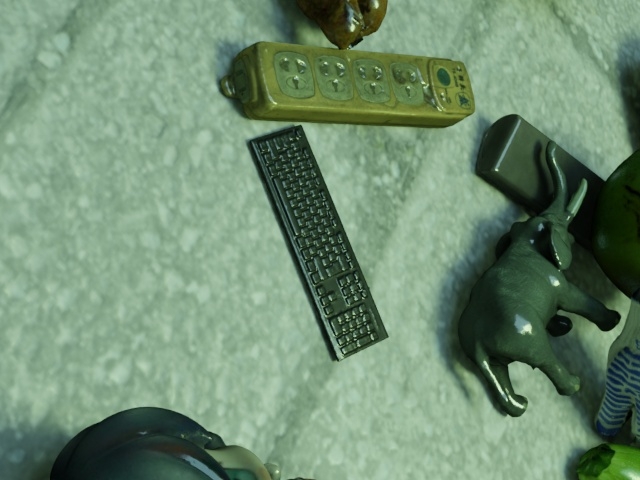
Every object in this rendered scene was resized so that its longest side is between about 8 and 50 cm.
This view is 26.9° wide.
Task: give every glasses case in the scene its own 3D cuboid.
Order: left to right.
[{"bbox_3d":[0.240,-0.052,1.364,0.191,0.042,0.072,32,66,-29],"label":"glasses case"}]

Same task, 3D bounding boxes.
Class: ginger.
[{"bbox_3d":[0.009,-0.243,1.211,0.103,0.073,0.162,-16,78,-42],"label":"ginger"}]

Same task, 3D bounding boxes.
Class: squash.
[{"bbox_3d":[0.367,0.285,1.325,0.292,0.082,0.082,38,53,-25],"label":"squash"}]

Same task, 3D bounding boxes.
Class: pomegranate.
[{"bbox_3d":[0.362,-0.014,1.299,0.180,0.210,0.180,2,83,-13],"label":"pomegranate"}]

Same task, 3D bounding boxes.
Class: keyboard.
[{"bbox_3d":[0.000,0.000,1.153,0.067,0.011,0.202,-21,89,-43],"label":"keyboard"}]

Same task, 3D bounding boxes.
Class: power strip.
[{"bbox_3d":[0.041,-0.139,1.219,0.305,0.044,0.064,-2,75,-42],"label":"power strip"}]

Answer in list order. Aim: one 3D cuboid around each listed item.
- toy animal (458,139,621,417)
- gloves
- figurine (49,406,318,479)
[{"bbox_3d":[0.214,0.043,1.273,0.137,0.082,0.269,45,54,-24],"label":"toy animal"},{"bbox_3d":[0.326,0.130,1.285,0.119,0.229,0.097,-4,51,2],"label":"gloves"},{"bbox_3d":[-0.065,0.211,0.913,0.265,0.175,0.197,30,61,-21],"label":"figurine"}]
